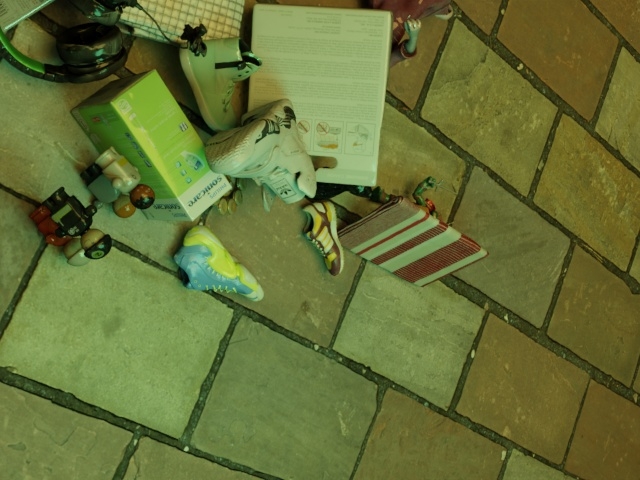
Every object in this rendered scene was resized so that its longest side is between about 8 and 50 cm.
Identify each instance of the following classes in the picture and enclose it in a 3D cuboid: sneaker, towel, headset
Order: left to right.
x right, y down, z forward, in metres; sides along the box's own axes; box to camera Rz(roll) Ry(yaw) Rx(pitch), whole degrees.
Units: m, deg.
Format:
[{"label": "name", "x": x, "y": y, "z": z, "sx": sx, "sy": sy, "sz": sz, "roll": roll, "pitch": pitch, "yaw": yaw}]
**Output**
[{"label": "headset", "x": -0.415, "y": -0.399, "z": 1.627, "sx": 0.394, "sy": 0.185, "sz": 0.243, "roll": 1, "pitch": 122, "yaw": -22}, {"label": "towel", "x": -0.300, "y": -0.524, "z": 1.820, "sx": 0.283, "sy": 0.121, "sz": 0.235, "roll": 7, "pitch": 96, "yaw": -31}, {"label": "sneaker", "x": -0.235, "y": 0.078, "z": 1.932, "sx": 0.126, "sy": 0.091, "sz": 0.240, "roll": -44, "pitch": 118, "yaw": -6}, {"label": "sneaker", "x": -0.185, "y": -0.323, "z": 1.848, "sx": 0.256, "sy": 0.151, "sz": 0.094, "roll": 67, "pitch": 19, "yaw": -54}, {"label": "sneaker", "x": -0.106, "y": -0.154, "z": 1.790, "sx": 0.210, "sy": 0.137, "sz": 0.366, "roll": 67, "pitch": 21, "yaw": -15}, {"label": "sneaker", "x": 0.000, "y": 0.000, "z": 2.104, "sx": 0.084, "sy": 0.069, "sz": 0.185, "roll": -13, "pitch": 94, "yaw": -26}, {"label": "towel", "x": 0.227, "y": 0.007, "z": 2.170, "sx": 0.329, "sy": 0.237, "sz": 0.037, "roll": 28, "pitch": 49, "yaw": -34}]

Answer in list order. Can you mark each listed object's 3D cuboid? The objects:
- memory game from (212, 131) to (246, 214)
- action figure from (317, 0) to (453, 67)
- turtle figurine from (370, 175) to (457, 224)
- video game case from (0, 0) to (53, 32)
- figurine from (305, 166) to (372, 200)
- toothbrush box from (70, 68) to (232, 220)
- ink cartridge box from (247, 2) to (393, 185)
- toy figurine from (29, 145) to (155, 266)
[{"label": "memory game", "x": -0.206, "y": -0.146, "z": 1.918, "sx": 0.186, "sy": 0.012, "sz": 0.186, "roll": 0, "pitch": 90, "yaw": -67}, {"label": "action figure", "x": 0.149, "y": -0.530, "z": 2.152, "sx": 0.370, "sy": 0.248, "sz": 0.276, "roll": -59, "pitch": 166, "yaw": -4}, {"label": "turtle figurine", "x": 0.243, "y": -0.069, "z": 2.240, "sx": 0.234, "sy": 0.118, "sz": 0.175, "roll": 4, "pitch": 65, "yaw": -21}, {"label": "video game case", "x": -0.570, "y": -0.600, "z": 1.608, "sx": 0.300, "sy": 0.036, "sz": 0.329, "roll": -35, "pitch": 113, "yaw": -7}, {"label": "figurine", "x": 0.058, "y": -0.200, "z": 2.038, "sx": 0.092, "sy": 0.209, "sz": 0.215, "roll": 11, "pitch": 85, "yaw": -42}, {"label": "toothbrush box", "x": -0.340, "y": -0.183, "z": 1.753, "sx": 0.122, "sy": 0.206, "sz": 0.283, "roll": -43, "pitch": 115, "yaw": -27}, {"label": "ink cartridge box", "x": -0.005, "y": -0.329, "z": 1.965, "sx": 0.308, "sy": 0.091, "sz": 0.385, "roll": 5, "pitch": 102, "yaw": 7}, {"label": "toy figurine", "x": -0.432, "y": -0.060, "z": 1.687, "sx": 0.148, "sy": 0.213, "sz": 0.209, "roll": 50, "pitch": 61, "yaw": -11}]
